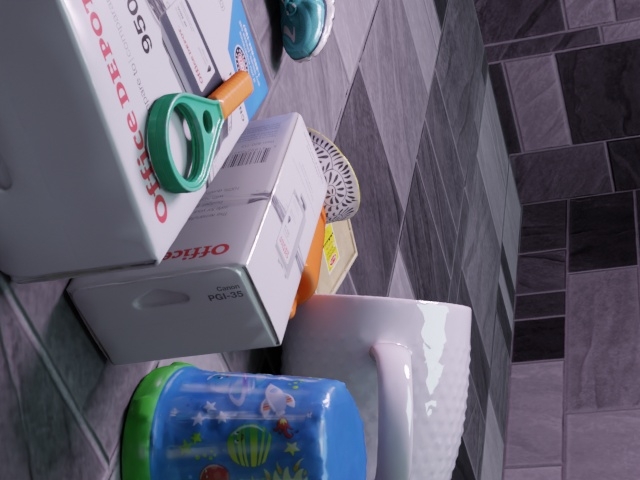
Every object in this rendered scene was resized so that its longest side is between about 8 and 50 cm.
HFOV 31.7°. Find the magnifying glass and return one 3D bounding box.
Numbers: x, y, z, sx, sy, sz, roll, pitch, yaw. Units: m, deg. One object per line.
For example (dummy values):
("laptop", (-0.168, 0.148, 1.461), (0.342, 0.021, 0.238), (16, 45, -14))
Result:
("magnifying glass", (-0.111, -0.117, 1.094), (0.231, 0.026, 0.092), (-61, 141, -61))

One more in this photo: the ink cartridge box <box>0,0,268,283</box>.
("ink cartridge box", (-0.210, -0.181, 1.124), (0.395, 0.166, 0.285), (-67, 145, -56))

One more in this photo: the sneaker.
("sneaker", (-0.051, -0.422, 1.854), (0.110, 0.107, 0.275), (12, 65, -50))

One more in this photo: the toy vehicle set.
("toy vehicle set", (0.000, 0.000, 1.892), (0.267, 0.035, 0.165), (-55, 134, -64))

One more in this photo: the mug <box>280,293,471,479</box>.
("mug", (0.079, 0.247, 1.597), (0.374, 0.276, 0.327), (138, -43, -82))

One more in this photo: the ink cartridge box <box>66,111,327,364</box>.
("ink cartridge box", (-0.126, -0.005, 1.244), (0.283, 0.207, 0.117), (-74, 149, -50))

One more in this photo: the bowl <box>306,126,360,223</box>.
("bowl", (-0.030, -0.080, 1.697), (0.080, 0.170, 0.170), (-41, 128, -32))

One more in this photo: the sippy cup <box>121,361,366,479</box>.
("sippy cup", (-0.073, 0.249, 1.279), (0.240, 0.224, 0.305), (61, 28, -47))

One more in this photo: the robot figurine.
("robot figurine", (-0.058, 0.005, 1.570), (0.158, 0.128, 0.219), (44, 38, -34))
